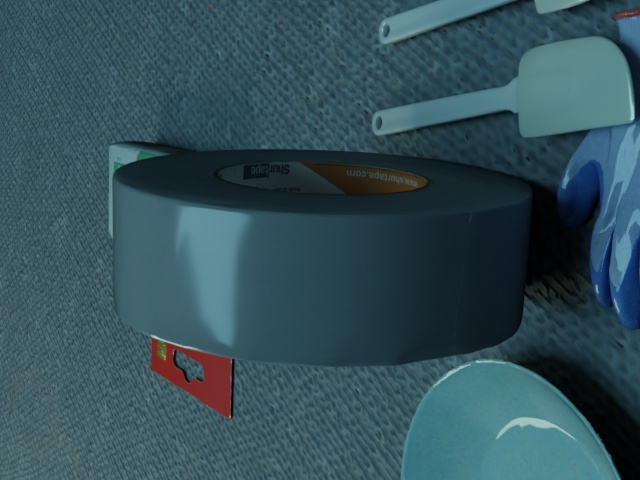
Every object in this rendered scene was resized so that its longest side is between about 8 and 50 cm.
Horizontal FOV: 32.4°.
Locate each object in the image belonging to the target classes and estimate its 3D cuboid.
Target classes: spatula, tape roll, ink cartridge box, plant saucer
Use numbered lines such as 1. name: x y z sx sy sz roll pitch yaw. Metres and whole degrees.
1. spatula: 0.093 -0.138 0.613 0.242 0.019 0.168 1 93 64
2. tape roll: 0.000 0.000 0.587 0.219 0.219 0.072 23 113 56
3. ink cartridge box: -0.137 0.030 0.982 0.181 0.056 0.225 17 105 58
4. plant saucer: 0.112 0.159 0.591 0.195 0.037 0.195 9 100 59

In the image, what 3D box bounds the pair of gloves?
1. pair of gloves: 0.175 -0.031 0.482 0.198 0.023 0.159 10 101 58
